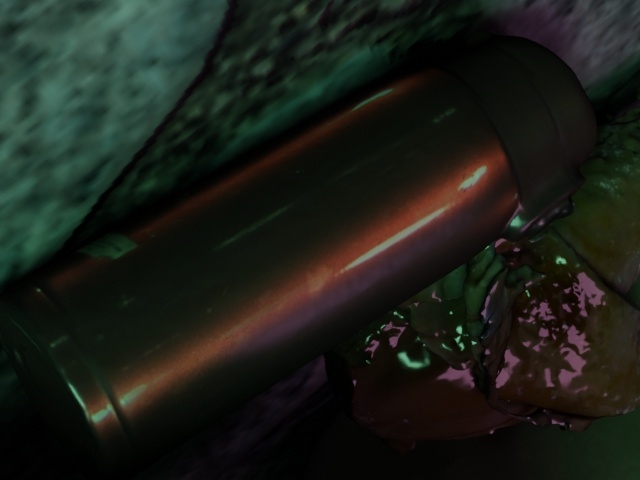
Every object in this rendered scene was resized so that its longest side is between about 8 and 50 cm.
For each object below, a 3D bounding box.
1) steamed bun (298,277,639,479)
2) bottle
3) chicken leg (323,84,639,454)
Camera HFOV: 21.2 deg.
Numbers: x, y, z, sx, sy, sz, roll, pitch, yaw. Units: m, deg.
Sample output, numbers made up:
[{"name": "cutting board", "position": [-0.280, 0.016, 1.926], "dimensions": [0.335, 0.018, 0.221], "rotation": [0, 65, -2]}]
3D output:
[{"name": "steamed bun", "position": [0.190, 0.100, 0.705], "dimensions": [0.383, 0.236, 0.247], "rotation": [-36, 159, -6]}, {"name": "bottle", "position": [0.000, 0.000, 0.445], "dimensions": [0.164, 0.060, 0.060], "rotation": [-31, 157, -21]}, {"name": "chicken leg", "position": [0.088, 0.001, 0.568], "dimensions": [0.196, 0.080, 0.125], "rotation": [-28, 141, -27]}]
